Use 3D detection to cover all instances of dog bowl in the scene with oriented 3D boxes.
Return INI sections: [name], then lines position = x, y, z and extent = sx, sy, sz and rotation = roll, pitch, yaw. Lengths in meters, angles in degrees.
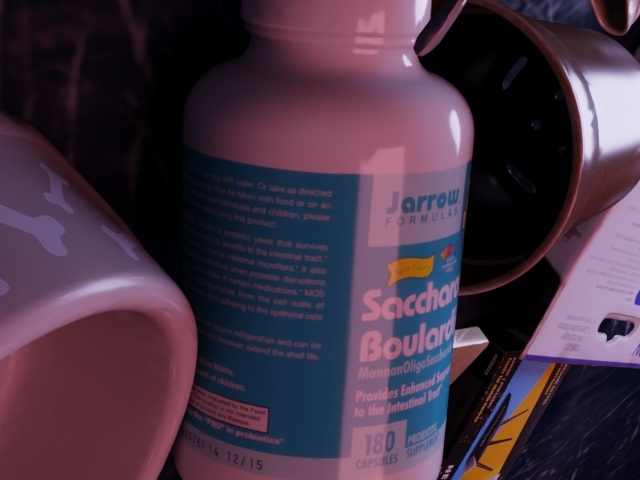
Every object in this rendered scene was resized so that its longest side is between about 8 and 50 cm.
[dog bowl]
position = -0.184, 0.118, 0.493
extent = 0.349, 0.102, 0.349
rotation = -50, 163, -22

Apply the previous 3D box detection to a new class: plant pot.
[plant pot]
position = 0.111, -0.064, 0.716
extent = 0.165, 0.167, 0.167
rotation = -15, 133, -53

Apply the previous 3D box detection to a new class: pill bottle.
[pill bottle]
position = 0.000, 0.000, 0.613
extent = 0.146, 0.146, 0.264
rotation = -12, 112, -44

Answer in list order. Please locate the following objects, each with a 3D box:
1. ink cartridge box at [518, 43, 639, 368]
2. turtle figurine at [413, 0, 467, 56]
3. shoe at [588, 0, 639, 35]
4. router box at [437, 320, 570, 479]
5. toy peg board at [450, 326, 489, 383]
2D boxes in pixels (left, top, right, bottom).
[ink cartridge box]
position = 0.296, -0.034, 1.036
extent = 0.304, 0.072, 0.307
rotation = 12, 115, -55
[turtle figurine]
position = 0.032, -0.220, 0.429
extent = 0.275, 0.198, 0.266
rotation = -15, 129, -46
[shoe]
position = 0.176, -0.198, 0.723
extent = 0.058, 0.076, 0.219
rotation = -53, 149, -5
[router box]
position = 0.141, 0.154, 1.048
extent = 0.133, 0.046, 0.179
rotation = 1, 121, -50
[toy peg board]
position = 0.002, 0.098, 0.824
extent = 0.161, 0.079, 0.160
rotation = -3, 140, -48
